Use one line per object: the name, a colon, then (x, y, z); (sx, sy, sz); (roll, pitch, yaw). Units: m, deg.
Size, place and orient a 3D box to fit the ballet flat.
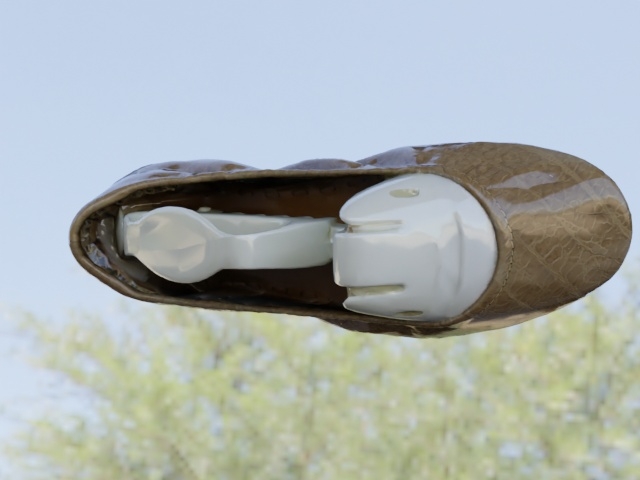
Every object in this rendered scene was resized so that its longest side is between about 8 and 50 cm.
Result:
ballet flat: (0.000, 0.000, 1.027); (0.342, 0.116, 0.124); (4, 8, 26)
